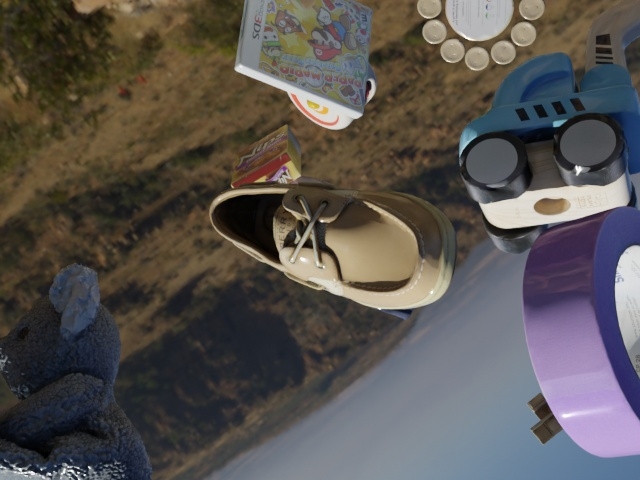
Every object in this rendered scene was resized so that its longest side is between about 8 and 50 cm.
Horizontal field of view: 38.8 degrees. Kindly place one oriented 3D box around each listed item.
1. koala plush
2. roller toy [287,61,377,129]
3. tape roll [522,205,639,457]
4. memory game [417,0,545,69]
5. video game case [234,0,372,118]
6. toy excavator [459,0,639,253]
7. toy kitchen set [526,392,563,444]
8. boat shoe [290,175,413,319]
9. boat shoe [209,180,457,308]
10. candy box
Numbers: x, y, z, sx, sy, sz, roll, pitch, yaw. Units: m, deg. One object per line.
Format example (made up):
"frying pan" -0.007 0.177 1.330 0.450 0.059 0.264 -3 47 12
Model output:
"koala plush" -0.260 0.148 0.914 0.203 0.221 0.196 7 149 -6
"roller toy" 0.021 -0.358 2.096 0.146 0.191 0.209 -51 -155 -21
"tape roll" 0.342 0.103 1.033 0.090 0.274 0.275 -19 -175 41
"memory game" 0.233 -0.340 1.324 0.186 0.186 0.012 -45 -172 27
"video game case" -0.020 -0.324 1.455 0.227 0.206 0.026 18 156 -28
"toy excavator" 0.438 -0.242 1.475 0.433 0.445 0.222 -9 150 21
"toy kitchen set" 0.367 0.275 1.458 0.083 0.068 0.075 -39 161 2
"boat shoe" 0.067 0.023 1.620 0.158 0.341 0.127 -57 -162 18
"boat shoe" 0.000 0.000 0.960 0.110 0.121 0.341 5 -177 -37
"candy box" -0.091 -0.131 1.553 0.109 0.053 0.186 -30 -162 9
